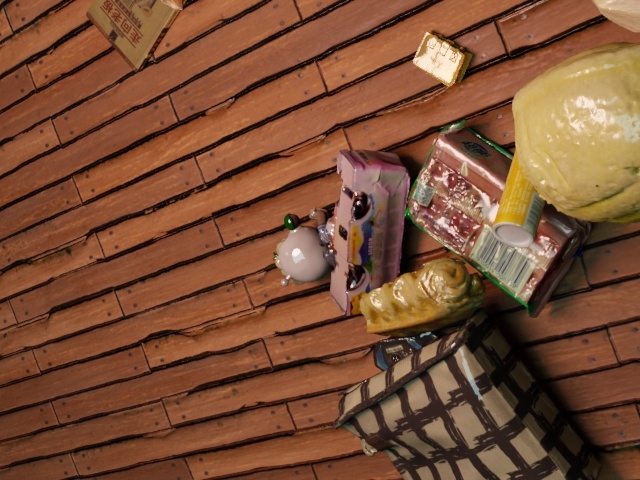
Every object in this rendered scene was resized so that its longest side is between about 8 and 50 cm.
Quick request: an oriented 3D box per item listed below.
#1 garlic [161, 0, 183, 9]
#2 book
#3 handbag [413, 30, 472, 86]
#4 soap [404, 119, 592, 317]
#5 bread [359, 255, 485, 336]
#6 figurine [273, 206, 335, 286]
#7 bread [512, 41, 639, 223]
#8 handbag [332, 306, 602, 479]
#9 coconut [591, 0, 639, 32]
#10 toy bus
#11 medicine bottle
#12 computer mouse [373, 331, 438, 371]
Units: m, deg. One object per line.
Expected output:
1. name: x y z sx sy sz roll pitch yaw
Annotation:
1. garlic: -0.208 -0.498 1.868 0.198 0.090 0.128 -31 90 12
2. book: -0.333 -0.448 2.003 0.161 0.026 0.231 50 126 12
3. handbag: 0.189 -0.284 1.692 0.083 0.027 0.061 37 123 22
4. soap: 0.267 -0.033 1.670 0.273 0.098 0.218 38 122 20
5. bread: 0.158 0.102 1.718 0.232 0.128 0.088 -32 43 51
6. figurine: 0.000 0.000 1.870 0.197 0.093 0.147 -44 109 10
7. bread: 0.416 -0.142 1.409 0.320 0.320 0.237 -22 82 37
8. handbag: 0.228 0.319 1.756 0.327 0.162 0.325 -36 91 37
9. coconut: 0.425 -0.386 1.374 0.247 0.245 0.245 -5 101 36
10. toy bus: 0.074 -0.016 1.778 0.090 0.112 0.274 -126 34 -55
11. medicine bottle: 0.302 -0.098 1.558 0.074 0.218 0.074 17 154 9
12. computer mouse: 0.151 0.186 1.849 0.135 0.047 0.079 -20 107 32
